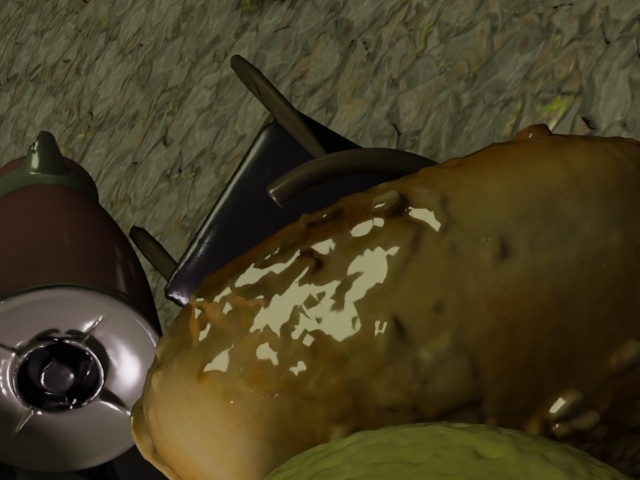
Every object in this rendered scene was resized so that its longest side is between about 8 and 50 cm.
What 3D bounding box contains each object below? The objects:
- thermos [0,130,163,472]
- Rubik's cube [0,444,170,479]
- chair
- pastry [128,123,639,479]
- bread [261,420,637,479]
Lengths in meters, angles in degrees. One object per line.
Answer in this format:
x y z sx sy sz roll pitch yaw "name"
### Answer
-0.195 0.043 1.286 0.265 0.146 0.176 -113 28 -61 "thermos"
-0.282 0.249 1.335 0.305 0.301 0.303 -56 25 13 "Rubik's cube"
0.000 0.000 1.215 0.166 0.188 0.272 -60 23 3 "chair"
0.063 0.076 0.946 0.316 0.284 0.184 -27 76 20 "pastry"
0.056 0.233 0.758 0.320 0.320 0.237 -37 13 40 "bread"
